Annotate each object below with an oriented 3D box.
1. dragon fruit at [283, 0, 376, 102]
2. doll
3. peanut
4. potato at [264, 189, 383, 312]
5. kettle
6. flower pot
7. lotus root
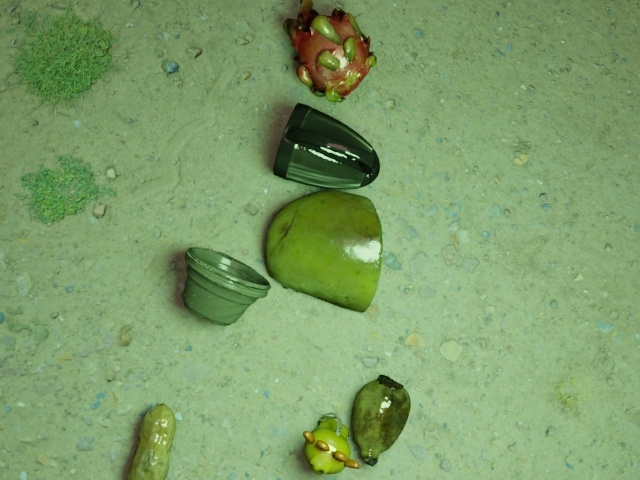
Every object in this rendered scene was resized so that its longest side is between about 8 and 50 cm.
[{"bbox_3d":[0.019,-0.547,1.612,0.228,0.243,0.307,-36,40,7],"label":"dragon fruit"},{"bbox_3d":[0.022,0.476,1.299,0.143,0.221,0.135,32,77,7],"label":"doll"},{"bbox_3d":[-0.391,0.492,1.317,0.100,0.099,0.214,12,67,-3],"label":"peanut"},{"bbox_3d":[0.000,0.000,1.439,0.280,0.213,0.330,4,72,-6],"label":"potato"},{"bbox_3d":[0.035,-0.239,1.494,0.271,0.250,0.207,20,56,-3],"label":"kettle"},{"bbox_3d":[-0.251,0.120,1.388,0.236,0.235,0.140,29,95,2],"label":"flower pot"},{"bbox_3d":[0.140,0.436,1.372,0.138,0.138,0.214,24,73,1],"label":"lotus root"}]
